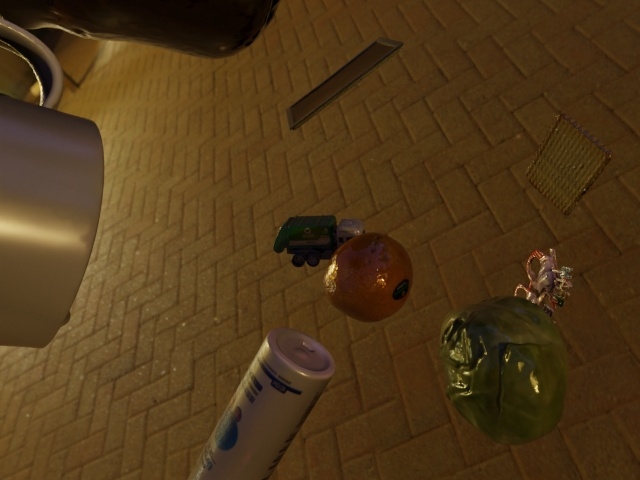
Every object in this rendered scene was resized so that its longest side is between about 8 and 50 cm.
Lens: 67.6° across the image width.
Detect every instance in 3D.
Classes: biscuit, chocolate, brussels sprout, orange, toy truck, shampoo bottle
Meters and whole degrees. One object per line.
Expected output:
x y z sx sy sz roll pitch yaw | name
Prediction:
0.631 -0.190 1.230 0.029 0.254 0.172 -29 64 -14 | biscuit
-0.201 -0.412 0.653 0.383 0.332 0.383 -51 29 43 | chocolate
0.384 0.265 1.028 0.328 0.247 0.327 -171 90 -77 | brussels sprout
0.110 0.081 1.072 0.206 0.206 0.206 -22 44 22 | orange
0.000 0.000 1.302 0.254 0.123 0.114 -3 23 16 | toy truck
-0.092 0.252 0.589 0.303 0.092 0.092 -60 37 16 | shampoo bottle

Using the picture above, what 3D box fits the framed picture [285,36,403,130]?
0.044 -0.360 1.093 0.296 0.019 0.232 -35 24 12 | framed picture

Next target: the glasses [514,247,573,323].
0.544 0.137 1.128 0.096 0.255 0.162 -2 36 -1 | glasses

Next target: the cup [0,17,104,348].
-0.322 -0.058 0.404 0.219 0.258 0.289 -8 73 55 | cup
